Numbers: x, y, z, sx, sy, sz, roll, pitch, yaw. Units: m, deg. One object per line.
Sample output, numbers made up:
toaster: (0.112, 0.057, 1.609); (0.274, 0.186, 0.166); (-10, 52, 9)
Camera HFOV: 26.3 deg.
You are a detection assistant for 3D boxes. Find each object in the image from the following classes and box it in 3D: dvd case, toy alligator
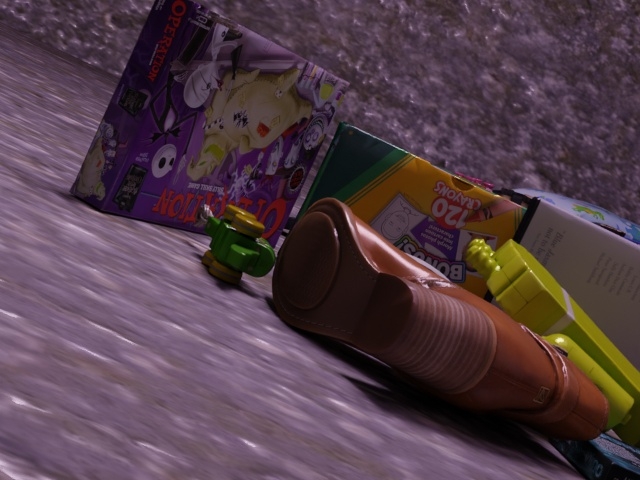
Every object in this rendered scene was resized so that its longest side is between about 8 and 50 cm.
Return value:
dvd case: (0.296, 0.087, 1.435); (0.253, 0.180, 0.022); (25, 4, -8)
toy alligator: (-0.073, 0.002, 1.219); (0.051, 0.056, 0.189); (24, 6, -18)

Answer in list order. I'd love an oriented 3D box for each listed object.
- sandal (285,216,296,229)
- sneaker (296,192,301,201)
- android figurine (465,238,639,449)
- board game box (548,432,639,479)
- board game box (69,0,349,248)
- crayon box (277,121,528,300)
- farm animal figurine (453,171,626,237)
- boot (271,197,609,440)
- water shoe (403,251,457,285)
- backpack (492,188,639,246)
sandal: (0.000, 0.000, 1.719); (0.179, 0.040, 0.067); (12, -7, 29)
sneaker: (-0.107, -0.087, 1.727); (0.169, 0.108, 0.292); (26, 15, -10)
android figurine: (0.235, 0.100, 1.272); (0.273, 0.056, 0.248); (46, 10, -1)
board game box: (0.287, 0.203, 1.110); (0.186, 0.026, 0.126); (24, 5, -12)
board game box: (-0.096, -0.109, 1.373); (0.056, 0.208, 0.347); (32, 8, 24)
crayon box: (0.112, 0.005, 1.466); (0.278, 0.165, 0.081); (25, 5, -6)
farm animal figurine: (0.270, 0.029, 1.850); (0.326, 0.172, 0.330); (22, 7, 31)
boot: (0.095, 0.067, 1.128); (0.220, 0.109, 0.283); (27, -1, -29)
water shoe: (0.121, 0.077, 1.366); (0.203, 0.073, 0.080); (34, 0, -10)
backpack: (0.406, 0.040, 2.239); (0.355, 0.273, 0.290); (37, -7, -27)
